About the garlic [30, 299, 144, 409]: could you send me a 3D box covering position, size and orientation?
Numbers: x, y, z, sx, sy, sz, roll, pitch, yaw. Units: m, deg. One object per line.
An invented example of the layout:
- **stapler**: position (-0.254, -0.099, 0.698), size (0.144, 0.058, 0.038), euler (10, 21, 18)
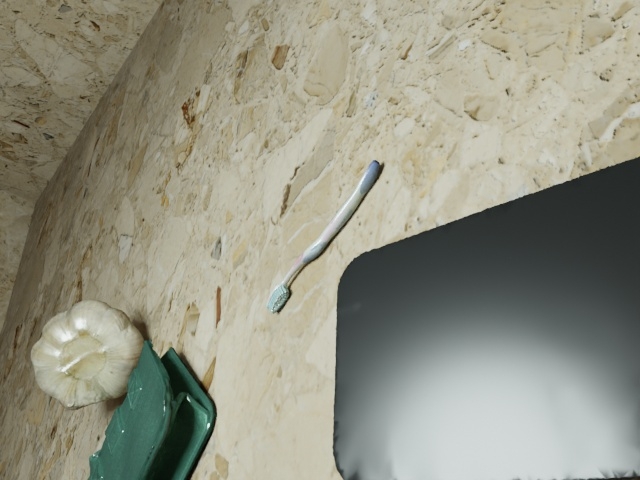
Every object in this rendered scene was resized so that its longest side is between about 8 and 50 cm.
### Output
- **garlic**: position (-0.460, 0.229, 1.263), size (0.212, 0.219, 0.218), euler (156, 135, -86)

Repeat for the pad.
- **pad**: position (0.172, 0.115, 0.522), size (0.375, 0.063, 0.314), euler (-20, 53, 37)

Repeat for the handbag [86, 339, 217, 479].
- **handbag**: position (-0.297, 0.353, 1.006), size (0.238, 0.089, 0.326), euler (33, 100, 58)

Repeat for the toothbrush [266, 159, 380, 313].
- **toothbrush**: position (0.000, 0.000, 0.844), size (0.269, 0.021, 0.027), euler (-54, 47, 22)
